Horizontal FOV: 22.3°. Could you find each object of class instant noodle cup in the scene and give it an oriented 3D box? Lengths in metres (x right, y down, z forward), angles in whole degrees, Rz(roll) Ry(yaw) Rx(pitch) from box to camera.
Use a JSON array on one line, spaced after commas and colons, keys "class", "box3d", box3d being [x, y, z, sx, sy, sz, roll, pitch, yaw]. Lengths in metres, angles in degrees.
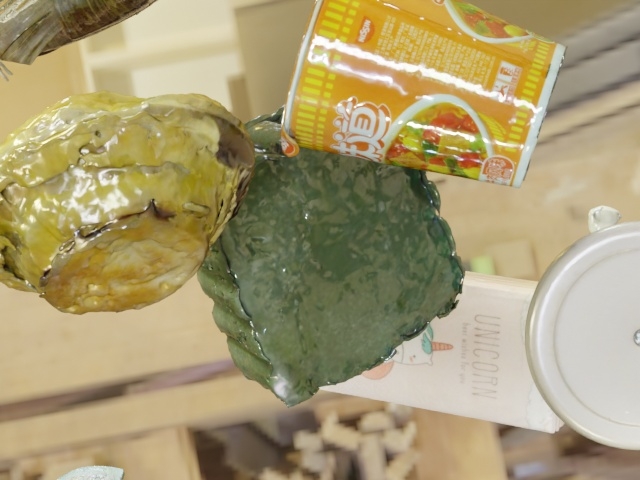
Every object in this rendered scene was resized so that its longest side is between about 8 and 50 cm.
[{"class": "instant noodle cup", "box3d": [0.082, -0.118, 1.228, 0.168, 0.185, 0.168, 17, -90, -84]}]

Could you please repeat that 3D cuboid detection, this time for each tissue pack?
[{"class": "tissue pack", "box3d": [0.129, 0.113, 1.877, 0.071, 0.325, 0.170, -30, -55, -62]}]

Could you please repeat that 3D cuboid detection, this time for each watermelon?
[{"class": "watermelon", "box3d": [-0.243, 0.274, 1.689, 0.061, 0.085, 0.085, 47, 155, 49]}]

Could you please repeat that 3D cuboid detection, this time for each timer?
[{"class": "timer", "box3d": [0.241, 0.058, 1.341, 0.266, 0.175, 0.175, -92, -8, -83]}]

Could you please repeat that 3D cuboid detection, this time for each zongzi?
[{"class": "zongzi", "box3d": [-0.237, -0.237, 1.493, 0.111, 0.247, 0.241, 61, -173, -6]}]

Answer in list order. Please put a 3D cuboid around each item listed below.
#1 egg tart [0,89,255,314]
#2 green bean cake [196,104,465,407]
[{"class": "egg tart", "box3d": [-0.153, -0.016, 1.209, 0.241, 0.241, 0.106, 77, 171, -59]}, {"class": "green bean cake", "box3d": [0.000, 0.000, 1.536, 0.132, 0.241, 0.255, 21, 139, 58]}]
